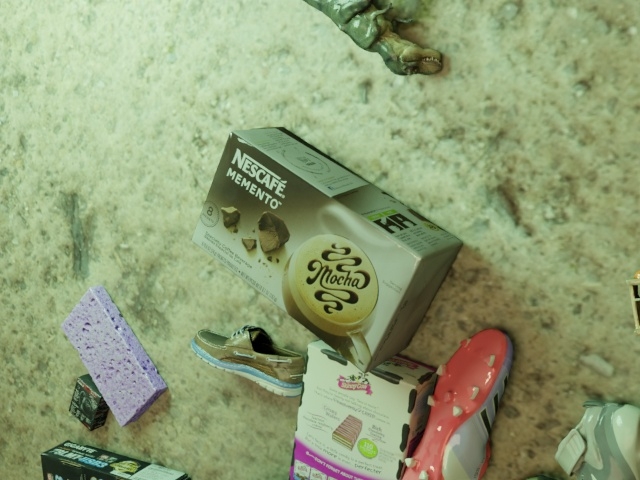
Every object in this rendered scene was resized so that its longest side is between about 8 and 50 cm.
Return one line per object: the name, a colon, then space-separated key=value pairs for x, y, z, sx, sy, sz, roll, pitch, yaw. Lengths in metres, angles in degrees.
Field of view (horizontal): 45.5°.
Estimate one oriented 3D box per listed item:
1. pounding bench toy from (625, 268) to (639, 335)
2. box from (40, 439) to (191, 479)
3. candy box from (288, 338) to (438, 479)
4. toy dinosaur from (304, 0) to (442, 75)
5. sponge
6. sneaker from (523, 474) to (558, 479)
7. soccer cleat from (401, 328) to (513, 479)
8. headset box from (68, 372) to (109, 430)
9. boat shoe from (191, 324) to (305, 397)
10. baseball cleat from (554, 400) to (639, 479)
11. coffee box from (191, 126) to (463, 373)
pounding bench toy: x=0.337 y=0.060 z=0.760 sx=0.052 sy=0.083 sz=0.065 roll=-9 pitch=94 yaw=34
box: x=-0.342 y=0.513 z=1.293 sx=0.293 sy=0.073 sz=0.295 roll=3 pitch=101 yaw=34
candy box: x=0.050 y=0.255 z=0.989 sx=0.159 sy=0.071 sz=0.233 roll=18 pitch=109 yaw=29
toy dinosaur: x=0.041 y=-0.297 z=0.908 sx=0.268 sy=0.064 sz=0.118 roll=40 pitch=124 yaw=25
sponge: x=-0.344 y=0.191 z=1.263 sx=0.117 sy=0.031 sz=0.210 roll=-44 pitch=74 yaw=31
sneaker: x=0.197 y=0.459 z=0.813 sx=0.158 sy=0.182 sz=0.410 roll=13 pitch=81 yaw=30
soccer cleat: x=0.174 y=0.221 z=0.909 sx=0.083 sy=0.095 sz=0.248 roll=34 pitch=103 yaw=59
headset box: x=-0.393 y=0.273 z=1.308 sx=0.062 sy=0.032 sz=0.083 roll=31 pitch=113 yaw=25
boat shoe: x=-0.099 y=0.156 z=1.081 sx=0.183 sy=0.066 sz=0.066 roll=19 pitch=104 yaw=19
baseball cleat: x=0.314 y=0.277 z=0.831 sx=0.109 sy=0.072 sz=0.206 roll=1 pitch=89 yaw=39
coffee box: x=0.000 y=0.000 z=0.949 sx=0.297 sy=0.119 sz=0.168 roll=36 pitch=117 yaw=23
